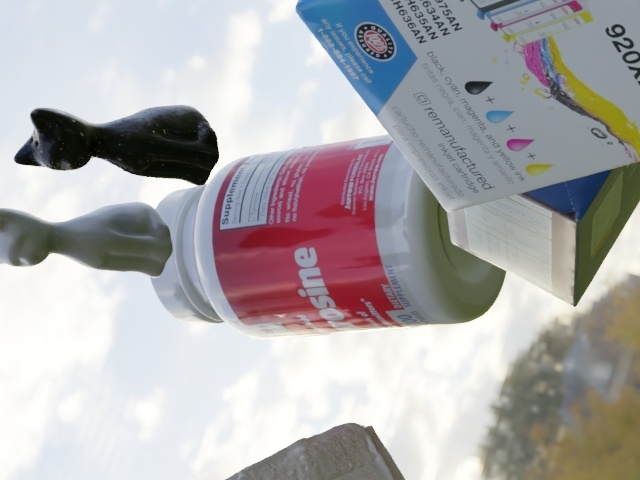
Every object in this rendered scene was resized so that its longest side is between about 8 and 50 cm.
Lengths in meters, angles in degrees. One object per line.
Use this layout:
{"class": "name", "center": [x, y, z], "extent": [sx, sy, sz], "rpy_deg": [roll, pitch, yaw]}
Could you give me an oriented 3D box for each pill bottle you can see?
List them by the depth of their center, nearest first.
{"class": "pill bottle", "center": [0.000, 0.000, 2.010], "extent": [0.229, 0.408, 0.229], "rpy_deg": [14, -107, -54]}

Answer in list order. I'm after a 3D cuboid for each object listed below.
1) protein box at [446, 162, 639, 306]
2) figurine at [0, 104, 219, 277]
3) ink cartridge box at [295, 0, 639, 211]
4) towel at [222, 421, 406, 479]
{"class": "protein box", "center": [0.216, -0.084, 1.489], "extent": [0.200, 0.136, 0.201], "rpy_deg": [-57, -18, -15]}
{"class": "figurine", "center": [-0.243, -0.049, 1.767], "extent": [0.209, 0.092, 0.215], "rpy_deg": [2, -51, -39]}
{"class": "ink cartridge box", "center": [0.144, -0.151, 0.937], "extent": [0.171, 0.233, 0.168], "rpy_deg": [51, -137, -29]}
{"class": "towel", "center": [-0.015, 0.329, 1.924], "extent": [0.282, 0.187, 0.049], "rpy_deg": [-24, -21, -28]}
